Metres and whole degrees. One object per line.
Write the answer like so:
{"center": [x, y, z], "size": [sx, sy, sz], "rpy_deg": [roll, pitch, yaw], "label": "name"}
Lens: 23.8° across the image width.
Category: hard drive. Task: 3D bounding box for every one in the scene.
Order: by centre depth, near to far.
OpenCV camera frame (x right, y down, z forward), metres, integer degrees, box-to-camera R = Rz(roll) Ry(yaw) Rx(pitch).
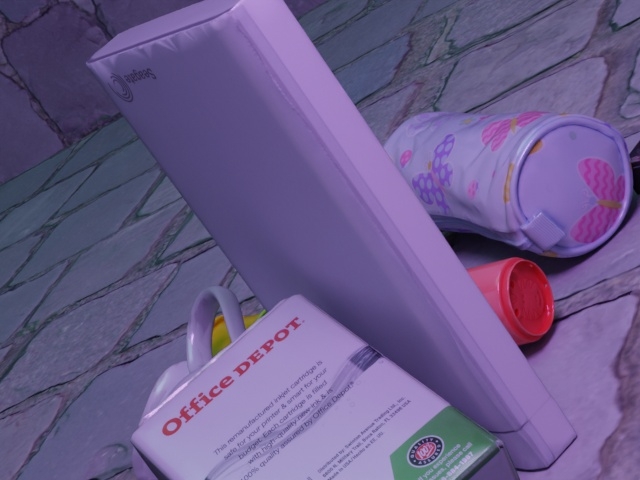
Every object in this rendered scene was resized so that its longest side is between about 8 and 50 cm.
{"center": [0.000, 0.000, 1.016], "size": [0.047, 0.353, 0.233], "rpy_deg": [-42, 18, -23], "label": "hard drive"}

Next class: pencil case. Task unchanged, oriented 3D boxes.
{"center": [0.148, -0.051, 1.296], "size": [0.124, 0.113, 0.273], "rpy_deg": [-38, 17, -17], "label": "pencil case"}

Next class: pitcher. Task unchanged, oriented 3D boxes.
{"center": [-0.068, 0.123, 1.149], "size": [0.125, 0.178, 0.207], "rpy_deg": [7, -3, -23], "label": "pitcher"}

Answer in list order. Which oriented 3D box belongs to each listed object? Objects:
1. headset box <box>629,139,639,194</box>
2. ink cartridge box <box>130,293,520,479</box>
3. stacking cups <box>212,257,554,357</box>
{"center": [0.287, -0.073, 1.230], "size": [0.062, 0.032, 0.083], "rpy_deg": [-15, 24, 49], "label": "headset box"}
{"center": [0.003, 0.146, 0.946], "size": [0.153, 0.087, 0.208], "rpy_deg": [-39, 43, -14], "label": "ink cartridge box"}
{"center": [0.044, 0.075, 1.210], "size": [0.316, 0.096, 0.096], "rpy_deg": [-16, 25, 38], "label": "stacking cups"}
